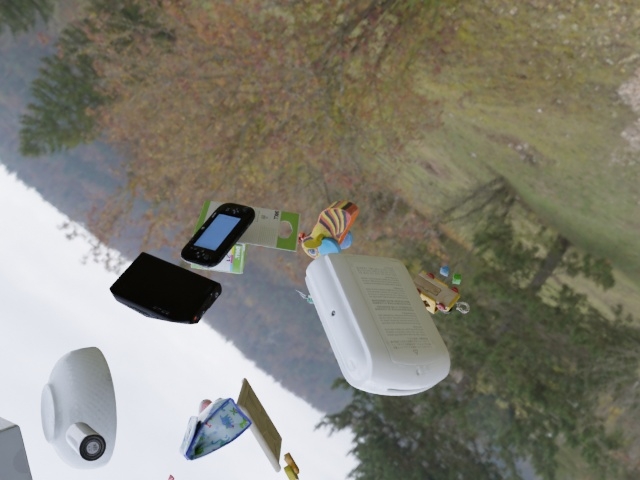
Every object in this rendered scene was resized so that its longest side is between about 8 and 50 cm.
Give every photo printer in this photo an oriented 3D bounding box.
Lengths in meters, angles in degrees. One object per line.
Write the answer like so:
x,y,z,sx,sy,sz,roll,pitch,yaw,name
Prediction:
0.125,0.176,1.400,0.256,0.107,0.308,6,-132,-40,photo printer

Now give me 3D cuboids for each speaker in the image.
-0.488,0.415,1.394,0.055,0.055,0.136,40,158,-24,speaker

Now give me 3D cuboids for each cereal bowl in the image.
-0.685,0.467,1.862,0.141,0.339,0.339,0,-158,-35,cereal bowl

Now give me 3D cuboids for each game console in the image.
-0.286,0.034,1.517,0.213,0.361,0.044,19,141,20,game console

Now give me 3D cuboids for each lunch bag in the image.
-0.242,0.417,1.468,0.096,0.151,0.129,49,158,-2,lunch bag

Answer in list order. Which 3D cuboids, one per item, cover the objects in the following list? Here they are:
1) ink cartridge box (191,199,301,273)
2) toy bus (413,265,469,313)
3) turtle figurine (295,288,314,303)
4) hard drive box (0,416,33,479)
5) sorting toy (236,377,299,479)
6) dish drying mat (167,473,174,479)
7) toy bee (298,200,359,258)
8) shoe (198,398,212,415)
-0.186,-0.003,1.711,0.255,0.097,0.189,8,-148,-3,ink cartridge box
0.402,0.201,2.344,0.104,0.190,0.202,88,177,-50,toy bus
0.037,0.154,1.682,0.234,0.118,0.175,56,-169,30,turtle figurine
-0.770,0.525,1.600,0.232,0.089,0.181,-9,94,51,hard drive box
-0.147,0.539,1.826,0.307,0.041,0.229,61,180,-8,sorting toy
-0.483,0.786,2.126,0.008,0.083,0.032,23,176,-42,dish drying mat
0.000,0.000,1.964,0.162,0.298,0.195,27,-162,16,toy bee
-0.369,0.619,2.217,0.063,0.178,0.081,1,-174,-34,shoe
